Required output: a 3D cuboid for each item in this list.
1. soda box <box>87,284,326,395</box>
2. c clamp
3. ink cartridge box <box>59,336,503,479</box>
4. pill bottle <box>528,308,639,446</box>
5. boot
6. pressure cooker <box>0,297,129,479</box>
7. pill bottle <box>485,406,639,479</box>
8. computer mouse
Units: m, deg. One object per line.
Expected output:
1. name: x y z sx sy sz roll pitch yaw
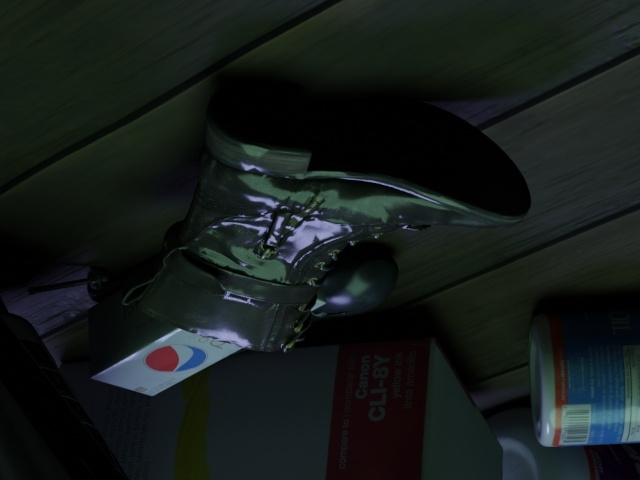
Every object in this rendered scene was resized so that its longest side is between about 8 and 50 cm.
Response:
1. soda box: -0.099 0.056 1.415 0.216 0.069 0.074 -29 144 34
2. c clamp: -0.172 0.062 1.504 0.137 0.022 0.160 -9 152 3
3. ink cartridge box: -0.041 0.229 1.642 0.385 0.160 0.279 -5 150 19
4. pill bottle: 0.305 0.122 1.541 0.221 0.124 0.124 -3 154 0
5. boot: 0.000 0.000 1.249 0.263 0.091 0.229 13 134 -8
6. pressure cooker: -0.377 0.201 1.356 0.370 0.420 0.375 -42 160 28
7. pill bottle: 0.296 0.299 1.837 0.181 0.181 0.323 -25 146 38
8. computer mouse: -0.025 0.067 1.484 0.071 0.041 0.242 14 148 -40
